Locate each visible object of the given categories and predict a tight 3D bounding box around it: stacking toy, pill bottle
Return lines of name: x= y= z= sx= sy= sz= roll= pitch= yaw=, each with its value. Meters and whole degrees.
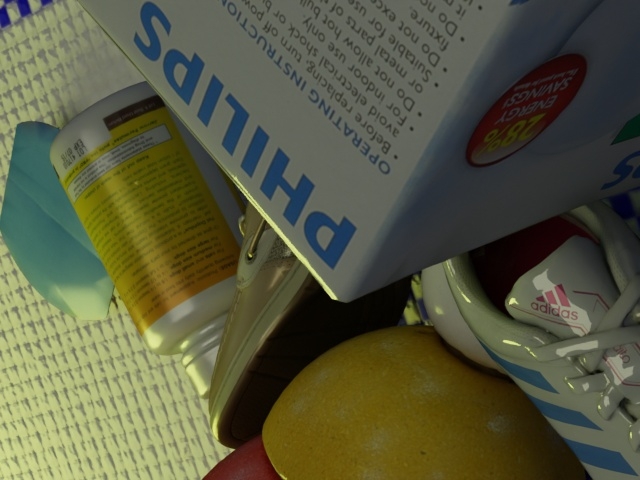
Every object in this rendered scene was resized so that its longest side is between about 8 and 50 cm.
stacking toy: x=0.059 y=0.178 z=1.218 sx=0.350 sy=0.350 sz=0.480 roll=38 pitch=111 yaw=31
pill bottle: x=-0.098 y=0.000 z=1.389 sx=0.117 sy=0.117 sz=0.215 roll=-39 pitch=75 yaw=46

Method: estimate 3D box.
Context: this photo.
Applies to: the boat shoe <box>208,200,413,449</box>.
boat shoe: x=0.000 y=0.000 z=1.280 sx=0.098 sy=0.109 sz=0.302 roll=45 pitch=118 yaw=41

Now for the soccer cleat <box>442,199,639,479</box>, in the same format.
soccer cleat: x=0.162 y=0.076 z=0.973 sx=0.116 sy=0.143 sz=0.331 roll=-45 pitch=55 yaw=0

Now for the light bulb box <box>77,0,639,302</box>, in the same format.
light bulb box: x=0.130 y=-0.203 z=0.896 sx=0.225 sy=0.358 sz=0.361 roll=50 pitch=135 yaw=23

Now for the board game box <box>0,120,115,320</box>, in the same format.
board game box: x=-0.194 y=-0.019 z=1.549 sx=0.133 sy=0.033 sz=0.169 roll=39 pitch=135 yaw=23
